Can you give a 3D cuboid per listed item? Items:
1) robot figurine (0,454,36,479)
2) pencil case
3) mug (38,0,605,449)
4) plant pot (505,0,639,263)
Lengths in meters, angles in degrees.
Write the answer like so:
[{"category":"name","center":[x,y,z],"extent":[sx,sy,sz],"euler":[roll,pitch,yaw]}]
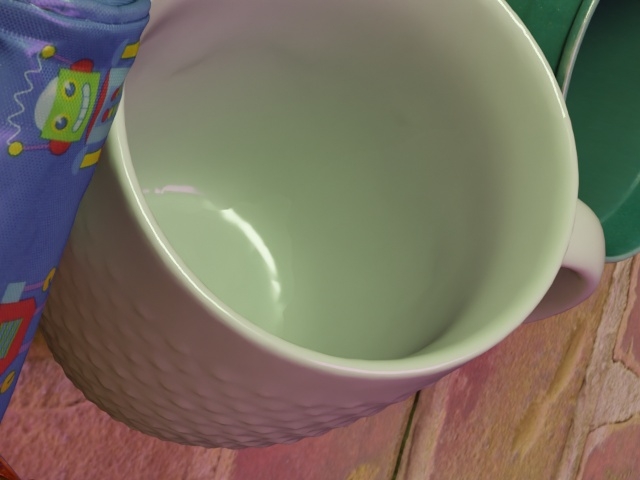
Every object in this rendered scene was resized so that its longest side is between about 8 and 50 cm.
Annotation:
[{"category":"robot figurine","center":[-0.293,0.180,0.954],"extent":[0.291,0.085,0.211],"euler":[40,74,-53]},{"category":"pencil case","center":[-0.178,0.009,0.665],"extent":[0.119,0.133,0.306],"euler":[-1,120,-54]},{"category":"mug","center":[0.000,0.000,0.981],"extent":[0.374,0.328,0.276],"euler":[9,68,-22]},{"category":"plant pot","center":[0.154,-0.149,1.228],"extent":[0.272,0.255,0.271],"euler":[-27,127,-42]}]
